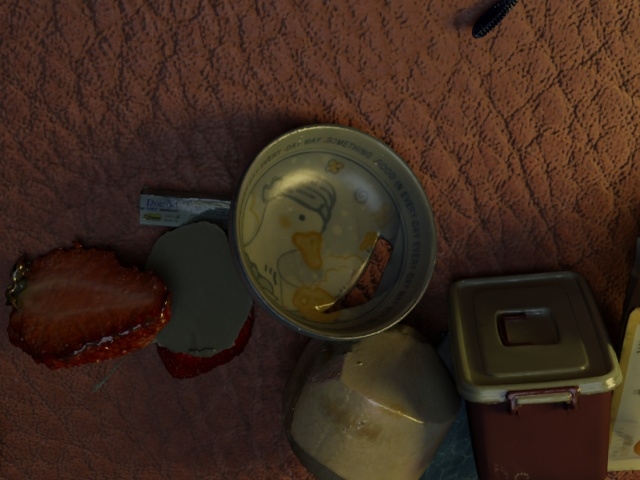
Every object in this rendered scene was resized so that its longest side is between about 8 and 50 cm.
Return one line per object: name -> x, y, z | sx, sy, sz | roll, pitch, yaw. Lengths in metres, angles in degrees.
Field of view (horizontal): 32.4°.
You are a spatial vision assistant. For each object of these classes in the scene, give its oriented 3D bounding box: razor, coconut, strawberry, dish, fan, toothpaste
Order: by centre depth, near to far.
razor -> 0.246, -0.303, 1.353 | 0.154, 0.028, 0.044 | -41, 106, 12
dish -> 0.000, 0.000, 1.407 | 0.273, 0.134, 0.273 | 5, 76, -20
coconut -> 0.065, 0.202, 1.437 | 0.241, 0.241, 0.241 | 0, 110, -1
toothpaste -> -0.154, -0.041, 1.442 | 0.164, 0.034, 0.046 | 4, 110, -2
strawberry -> -0.301, 0.104, 1.444 | 0.236, 0.106, 0.175 | 26, 71, 28
fan -> -0.208, 0.109, 1.445 | 0.310, 0.010, 0.182 | -42, 68, 24
strawberry -> -0.169, 0.119, 1.485 | 0.147, 0.082, 0.187 | 25, 112, 0

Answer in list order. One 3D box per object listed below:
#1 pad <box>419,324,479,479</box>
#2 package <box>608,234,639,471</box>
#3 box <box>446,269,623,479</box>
pad -> 0.225, 0.260, 1.570 | 0.269, 0.012, 0.269 | 34, 107, -12
package -> 0.455, 0.132, 1.390 | 0.221, 0.165, 0.311 | -3, 133, 0
box -> 0.262, 0.174, 1.388 | 0.193, 0.294, 0.167 | -4, 115, 5
